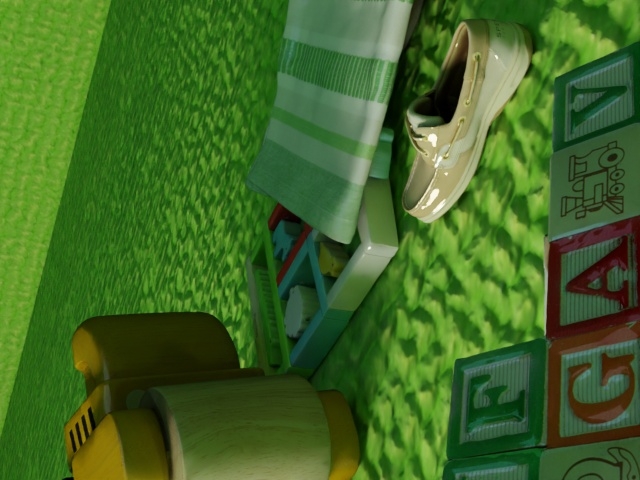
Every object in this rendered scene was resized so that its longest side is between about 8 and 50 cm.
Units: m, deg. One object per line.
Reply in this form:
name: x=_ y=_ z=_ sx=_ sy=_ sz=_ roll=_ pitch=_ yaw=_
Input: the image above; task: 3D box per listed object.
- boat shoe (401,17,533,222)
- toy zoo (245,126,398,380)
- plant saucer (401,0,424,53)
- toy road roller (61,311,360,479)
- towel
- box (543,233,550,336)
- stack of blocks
boat shoe: x=0.092 y=-0.090 z=0.742 sx=0.063 sy=0.059 sz=0.170 roll=-112 pitch=40 yaw=-52
toy zoo: x=0.000 y=0.000 z=0.954 sx=0.192 sy=0.030 sz=0.293 roll=-102 pitch=32 yaw=-42
plant saucer: x=0.051 y=-0.226 z=0.929 sx=0.198 sy=0.036 sz=0.198 roll=-169 pitch=90 yaw=-67
toy road roller: x=-0.133 y=0.159 z=0.920 sx=0.329 sy=0.202 sz=0.240 roll=-45 pitch=53 yaw=53
towel: x=0.011 y=-0.182 z=0.909 sx=0.248 sy=0.038 sz=0.324 roll=33 pitch=110 yaw=64
box: x=0.188 y=0.028 z=0.499 sx=0.207 sy=0.036 sz=0.114 roll=151 pitch=126 yaw=-61
stack of blocks: x=0.137 y=0.063 z=0.351 sx=0.171 sy=0.087 sz=0.297 roll=-20 pitch=49 yaw=41
